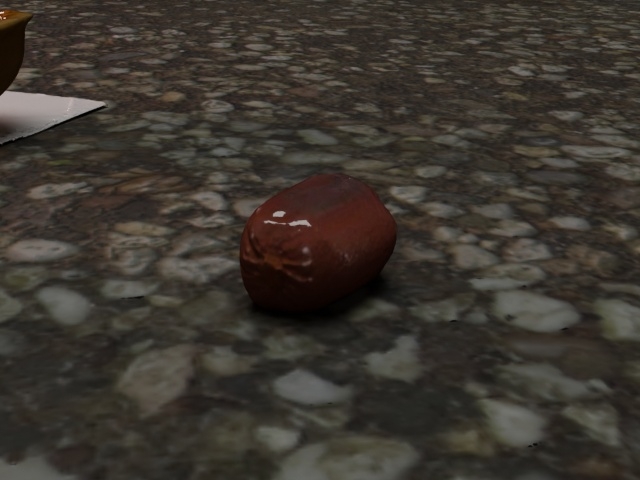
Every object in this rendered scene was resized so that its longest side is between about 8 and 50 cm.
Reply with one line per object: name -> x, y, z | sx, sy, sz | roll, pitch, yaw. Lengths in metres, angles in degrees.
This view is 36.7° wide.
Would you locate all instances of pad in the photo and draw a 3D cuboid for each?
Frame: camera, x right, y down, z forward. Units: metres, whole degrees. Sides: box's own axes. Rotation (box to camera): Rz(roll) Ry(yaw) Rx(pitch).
pad -> -0.294, -0.095, 0.772 | 0.156, 0.004, 0.232 | 9, 22, 17

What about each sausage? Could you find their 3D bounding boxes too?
sausage -> 0.000, -0.001, 0.468 | 0.059, 0.054, 0.094 | 14, 24, 31

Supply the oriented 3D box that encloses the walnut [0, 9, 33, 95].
walnut -> -0.317, -0.122, 0.708 | 0.211, 0.087, 0.167 | -3, 17, -10
